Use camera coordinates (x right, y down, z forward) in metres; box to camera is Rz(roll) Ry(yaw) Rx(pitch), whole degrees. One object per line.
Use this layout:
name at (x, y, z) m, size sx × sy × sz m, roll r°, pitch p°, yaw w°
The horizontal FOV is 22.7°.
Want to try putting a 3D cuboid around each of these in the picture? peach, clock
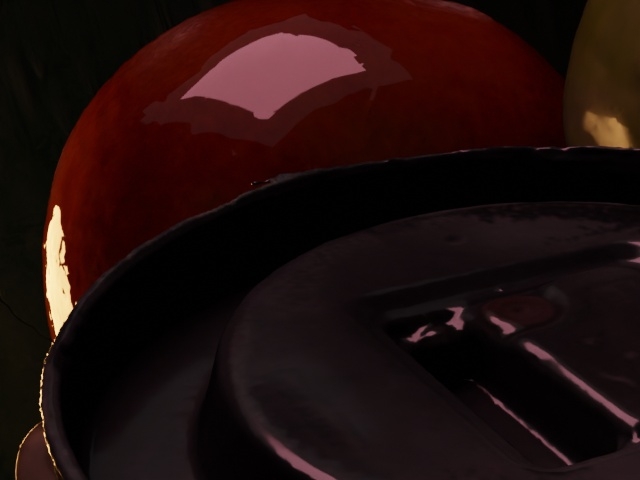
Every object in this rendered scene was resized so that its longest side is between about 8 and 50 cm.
peach at (0.000, 0.000, 1.061) m, size 0.388 × 0.388 × 0.388 m, roll -17°, pitch -2°, yaw -1°
clock at (0.076, 0.052, 0.458) m, size 0.312 × 0.061 × 0.312 m, roll -1°, pitch 24°, yaw 1°

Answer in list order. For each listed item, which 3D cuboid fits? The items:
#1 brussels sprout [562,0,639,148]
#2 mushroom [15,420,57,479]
brussels sprout at (0.254, -0.064, 0.766) m, size 0.242 × 0.317 × 0.273 m, roll 8°, pitch 12°, yaw -44°
mushroom at (-0.006, 0.125, 0.845) m, size 0.285 × 0.156 × 0.151 m, roll -5°, pitch -10°, yaw 19°
